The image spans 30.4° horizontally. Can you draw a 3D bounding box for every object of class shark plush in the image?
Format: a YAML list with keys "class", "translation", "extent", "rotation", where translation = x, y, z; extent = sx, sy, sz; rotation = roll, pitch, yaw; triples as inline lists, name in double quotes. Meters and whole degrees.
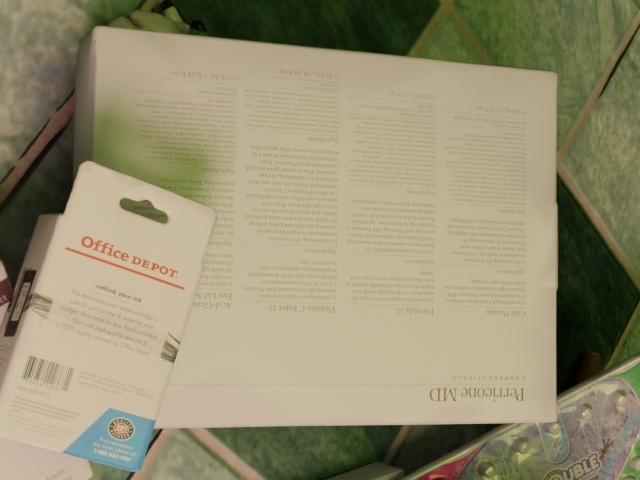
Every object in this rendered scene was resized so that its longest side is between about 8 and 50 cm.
- class: "shark plush"
  translation: [-0.119, -0.129, 0.979]
  extent: [0.067, 0.073, 0.161]
  rotation: [-36, 140, -12]

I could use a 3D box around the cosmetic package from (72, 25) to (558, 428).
- class: "cosmetic package"
  translation: [0.000, 0.000, 0.913]
  extent: [0.377, 0.097, 0.284]
  rotation: [3, 83, -20]

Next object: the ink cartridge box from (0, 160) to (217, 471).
- class: "ink cartridge box"
  translation: [-0.146, 0.049, 0.772]
  extent: [0.104, 0.060, 0.180]
  rotation: [22, 80, -25]

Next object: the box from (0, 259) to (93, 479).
- class: "box"
  translation: [-0.282, 0.123, 0.795]
  extent: [0.181, 0.119, 0.181]
  rotation: [-32, 115, -34]

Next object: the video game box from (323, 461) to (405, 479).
- class: "video game box"
  translation: [-0.002, 0.325, 1.112]
  extent: [0.205, 0.048, 0.187]
  rotation: [-9, 98, -40]

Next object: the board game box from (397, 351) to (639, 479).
- class: "board game box"
  translation: [0.285, 0.341, 1.219]
  extent: [0.390, 0.050, 0.389]
  rotation: [-24, 111, -16]

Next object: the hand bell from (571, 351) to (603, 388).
- class: "hand bell"
  translation: [0.299, 0.245, 1.352]
  extent: [0.126, 0.126, 0.242]
  rotation: [26, 65, -40]
